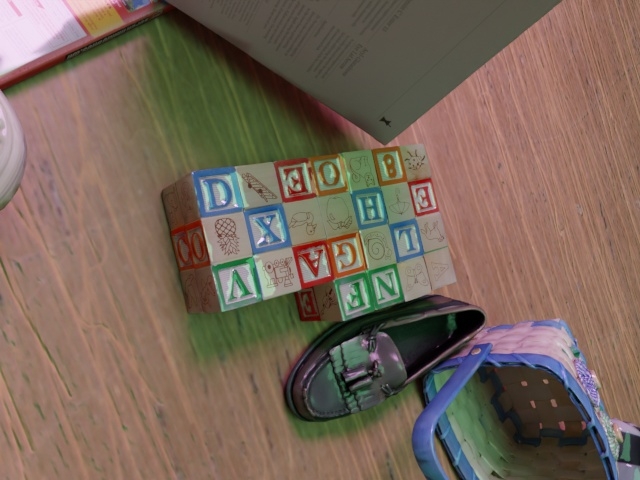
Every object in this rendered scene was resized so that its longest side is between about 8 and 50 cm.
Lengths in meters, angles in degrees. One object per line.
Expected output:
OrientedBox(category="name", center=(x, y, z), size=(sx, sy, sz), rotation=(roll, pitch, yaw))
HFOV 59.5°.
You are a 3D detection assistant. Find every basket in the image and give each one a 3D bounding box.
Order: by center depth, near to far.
OrientedBox(category="basket", center=(0.224, 0.234, 0.652), size=(0.289, 0.201, 0.254), rotation=(-39, 106, -42))

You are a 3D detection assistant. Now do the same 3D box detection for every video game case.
OrientedBox(category="video game case", center=(-0.254, -0.279, 0.515), size=(0.285, 0.025, 0.204), rotation=(-42, 106, -31))

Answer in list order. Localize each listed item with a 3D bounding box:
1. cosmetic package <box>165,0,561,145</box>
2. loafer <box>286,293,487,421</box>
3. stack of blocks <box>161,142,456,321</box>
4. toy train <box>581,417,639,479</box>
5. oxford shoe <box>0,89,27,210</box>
OrientedBox(category="cosmetic package", center=(0.048, -0.259, 0.443), size=(0.284, 0.377, 0.097), rotation=(33, 62, -14))
OrientedBox(category="loafer", center=(0.084, 0.124, 0.645), size=(0.267, 0.084, 0.096), rotation=(-22, 95, -35))
OrientedBox(category="stack of blocks", center=(0.000, 0.000, 0.606), size=(0.297, 0.087, 0.171), rotation=(-12, 90, -35))
OrientedBox(category="toy train", center=(0.401, 0.410, 0.761), size=(0.190, 0.142, 0.334), rotation=(35, 63, -46))
OrientedBox(category="oxford shoe", center=(-0.390, -0.142, 0.349), size=(0.449, 0.130, 0.169), rotation=(36, 70, -8))
